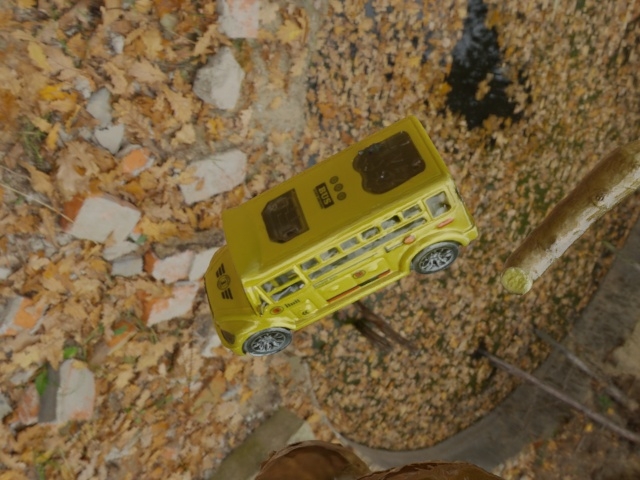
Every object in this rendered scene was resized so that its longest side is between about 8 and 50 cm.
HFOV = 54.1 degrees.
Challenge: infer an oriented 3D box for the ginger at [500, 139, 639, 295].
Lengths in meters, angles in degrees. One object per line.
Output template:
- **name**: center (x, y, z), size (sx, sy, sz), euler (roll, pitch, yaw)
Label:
- **ginger**: center (0.380, -0.037, 0.935), size (0.299, 0.065, 0.118), euler (-46, 171, 6)

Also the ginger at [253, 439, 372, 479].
- **ginger**: center (-0.024, 0.313, 0.594), size (0.173, 0.165, 0.321), euler (9, 126, -27)

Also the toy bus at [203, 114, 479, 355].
- **toy bus**: center (0.000, 0.000, 0.725), size (0.330, 0.144, 0.152), euler (-27, 144, 8)

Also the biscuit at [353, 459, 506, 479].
- **biscuit**: center (0.138, 0.224, 0.298), size (0.107, 0.326, 0.325), euler (-48, 136, -12)
